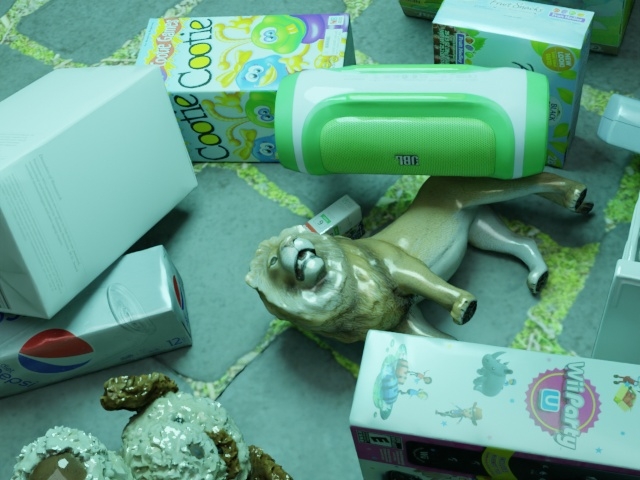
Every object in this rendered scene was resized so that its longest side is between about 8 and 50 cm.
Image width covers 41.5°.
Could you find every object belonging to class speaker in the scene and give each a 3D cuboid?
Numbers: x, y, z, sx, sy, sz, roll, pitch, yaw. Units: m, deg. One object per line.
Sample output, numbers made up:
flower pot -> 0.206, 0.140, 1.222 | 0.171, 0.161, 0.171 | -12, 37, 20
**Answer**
speaker -> 0.103, -0.134, 0.962 | 0.296, 0.131, 0.131 | 2, 56, 11

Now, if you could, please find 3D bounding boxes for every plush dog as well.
plush dog -> -0.156, 0.256, 0.842 | 0.262, 0.210, 0.225 | 37, 50, -1

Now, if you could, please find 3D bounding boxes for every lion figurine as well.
lion figurine -> 0.122, 0.003, 0.980 | 0.240, 0.142, 0.392 | 30, 47, 34

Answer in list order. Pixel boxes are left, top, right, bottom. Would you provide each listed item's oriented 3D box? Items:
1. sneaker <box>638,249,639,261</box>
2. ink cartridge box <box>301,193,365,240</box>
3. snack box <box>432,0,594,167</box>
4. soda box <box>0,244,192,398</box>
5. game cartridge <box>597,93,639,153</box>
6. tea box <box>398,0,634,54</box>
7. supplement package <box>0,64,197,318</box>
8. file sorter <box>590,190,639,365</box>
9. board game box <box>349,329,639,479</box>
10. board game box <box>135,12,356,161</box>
sneaker -> 0.442, -0.011, 0.954 | 0.152, 0.085, 0.058 | -8, 55, 4
ink cartridge box -> 0.000, 0.000, 1.033 | 0.115, 0.063, 0.029 | -37, 59, -14
snack box -> 0.231, -0.195, 1.040 | 0.174, 0.207, 0.070 | 16, 60, 19
soda box -> -0.303, 0.102, 0.996 | 0.286, 0.091, 0.098 | -15, 55, -1
game cartridge -> 0.412, -0.110, 0.930 | 0.198, 0.297, 0.062 | 27, 108, 21
tea box -> 0.260, -0.430, 1.096 | 0.329, 0.323, 0.220 | 17, 84, 20
supplement package -> -0.311, -0.069, 0.992 | 0.177, 0.175, 0.293 | 4, 35, 29
file sorter -> 0.369, 0.068, 0.801 | 0.192, 0.278, 0.173 | 13, 55, 17
board game box -> 0.192, 0.193, 0.773 | 0.303, 0.224, 0.098 | 5, 56, 13
board game box -> -0.095, -0.203, 1.138 | 0.275, 0.142, 0.144 | 1, 56, 10
